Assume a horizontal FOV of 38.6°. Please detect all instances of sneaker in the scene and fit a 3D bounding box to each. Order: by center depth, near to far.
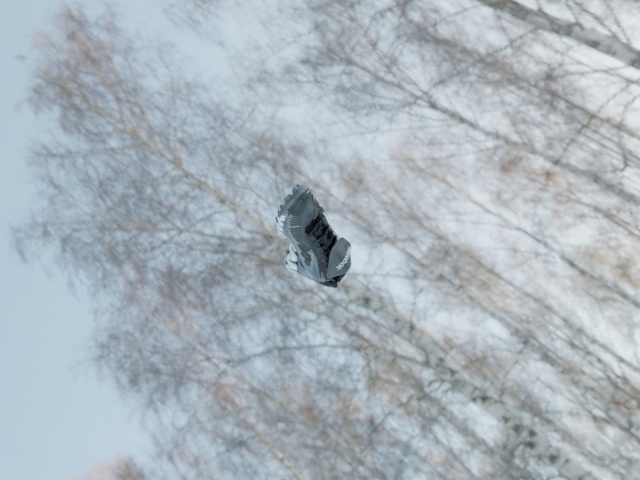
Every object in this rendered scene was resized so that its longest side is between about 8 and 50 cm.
[{"bbox_3d":[0.000,0.000,1.309,0.078,0.106,0.234,-52,-19,-21],"label":"sneaker"}]
